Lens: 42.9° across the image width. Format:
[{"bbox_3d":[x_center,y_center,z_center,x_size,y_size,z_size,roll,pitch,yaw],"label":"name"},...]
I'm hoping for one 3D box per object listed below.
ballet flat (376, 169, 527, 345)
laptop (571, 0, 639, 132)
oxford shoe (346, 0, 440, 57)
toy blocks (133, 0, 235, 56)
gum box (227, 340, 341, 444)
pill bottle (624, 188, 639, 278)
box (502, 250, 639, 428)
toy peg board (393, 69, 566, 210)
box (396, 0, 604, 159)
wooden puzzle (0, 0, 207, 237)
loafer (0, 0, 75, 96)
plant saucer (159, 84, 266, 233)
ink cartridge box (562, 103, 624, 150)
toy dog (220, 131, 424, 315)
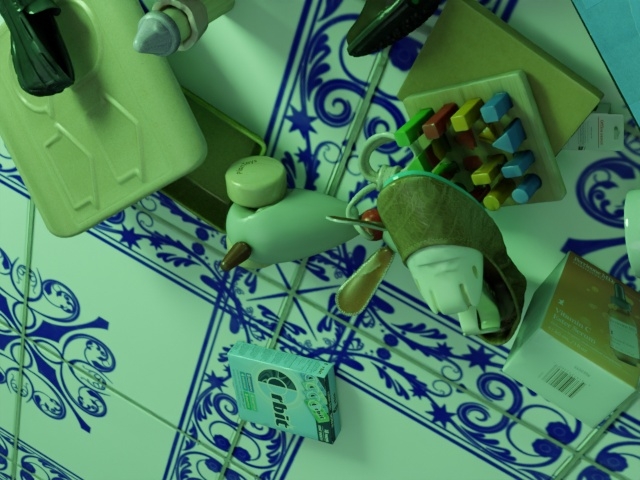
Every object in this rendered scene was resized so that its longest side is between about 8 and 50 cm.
[{"bbox_3d":[0.167,0.044,0.962,0.116,0.124,0.342,-11,151,23],"label":"ballet flat"},{"bbox_3d":[0.305,-0.287,0.646,0.408,0.236,0.382,14,154,-35],"label":"laptop"},{"bbox_3d":[0.091,-0.298,0.915,0.096,0.083,0.227,57,135,13],"label":"oxford shoe"},{"bbox_3d":[-0.174,-0.378,0.871,0.289,0.260,0.309,-23,108,39],"label":"toy blocks"},{"bbox_3d":[-0.061,0.262,1.402,0.184,0.041,0.156,10,126,24],"label":"gum box"},{"bbox_3d":[0.452,-0.017,0.863,0.229,0.131,0.131,-6,119,32],"label":"pill bottle"},{"bbox_3d":[0.321,0.118,1.004,0.130,0.170,0.091,32,133,6],"label":"box"},{"bbox_3d":[0.175,-0.094,0.946,0.161,0.079,0.161,-4,120,44],"label":"toy peg board"},{"bbox_3d":[0.200,-0.168,0.942,0.201,0.021,0.164,39,140,9],"label":"box"},{"bbox_3d":[-0.331,-0.200,1.168,0.348,0.080,0.322,-22,96,37],"label":"wooden puzzle"},{"bbox_3d":[-0.376,-0.302,1.065,0.078,0.076,0.223,-11,101,22],"label":"loafer"},{"bbox_3d":[-0.175,-0.129,1.189,0.188,0.045,0.188,34,132,5],"label":"plant saucer"},{"bbox_3d":[0.305,-0.130,0.933,0.083,0.028,0.048,6,126,26],"label":"ink cartridge box"},{"bbox_3d":[0.000,0.000,1.076,0.334,0.161,0.220,-6,128,25],"label":"toy dog"}]
